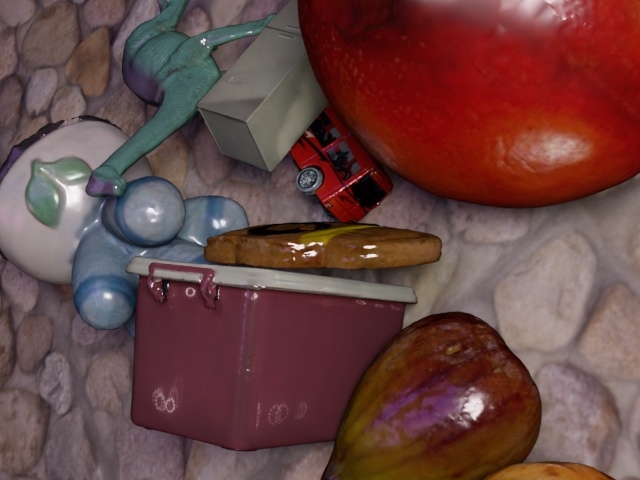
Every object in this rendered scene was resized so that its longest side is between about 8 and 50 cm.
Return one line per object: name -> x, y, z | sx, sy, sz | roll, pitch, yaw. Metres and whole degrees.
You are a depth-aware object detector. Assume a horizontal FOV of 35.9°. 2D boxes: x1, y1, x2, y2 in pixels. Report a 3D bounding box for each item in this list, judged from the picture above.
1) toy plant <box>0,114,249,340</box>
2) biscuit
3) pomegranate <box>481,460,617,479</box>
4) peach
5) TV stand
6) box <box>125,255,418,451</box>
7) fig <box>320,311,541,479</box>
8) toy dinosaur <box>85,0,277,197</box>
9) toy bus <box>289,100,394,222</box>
toy plant -> -0.228, 0.007, 1.224 | 0.332, 0.247, 0.247 | 32, 94, 33
biscuit -> 0.000, 0.000, 1.051 | 0.290, 0.208, 0.041 | 4, 96, 47
pomegranate -> 0.195, 0.282, 0.811 | 0.207, 0.207, 0.207 | -14, 65, 32
peach -> 0.160, -0.215, 0.906 | 0.388, 0.388, 0.388 | -14, 65, 32
TV stand -> -0.022, -0.208, 1.143 | 0.083, 0.088, 0.269 | 21, 61, 32
box -> -0.048, 0.112, 0.999 | 0.193, 0.294, 0.167 | 2, 86, 37
fig -> 0.078, 0.192, 0.935 | 0.274, 0.145, 0.170 | -37, 54, -8
toy dinosaur -> -0.234, -0.198, 1.247 | 0.331, 0.129, 0.383 | -37, 40, -23
toy bus -> 0.003, -0.112, 1.171 | 0.089, 0.081, 0.195 | -37, 54, 9
